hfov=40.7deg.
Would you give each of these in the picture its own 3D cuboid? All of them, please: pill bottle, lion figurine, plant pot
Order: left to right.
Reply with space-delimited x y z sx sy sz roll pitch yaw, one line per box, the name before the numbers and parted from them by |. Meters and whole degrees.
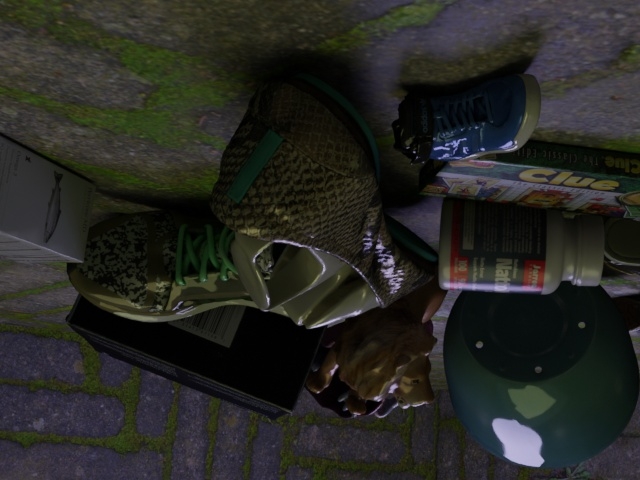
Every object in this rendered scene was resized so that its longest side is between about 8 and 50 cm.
lion figurine | 0.114 0.117 1.285 0.142 0.392 0.240 34 128 -3
pill bottle | 0.229 0.008 0.995 0.180 0.108 0.108 2 166 10
plant pot | 0.312 0.158 1.252 0.292 0.293 0.235 0 153 19

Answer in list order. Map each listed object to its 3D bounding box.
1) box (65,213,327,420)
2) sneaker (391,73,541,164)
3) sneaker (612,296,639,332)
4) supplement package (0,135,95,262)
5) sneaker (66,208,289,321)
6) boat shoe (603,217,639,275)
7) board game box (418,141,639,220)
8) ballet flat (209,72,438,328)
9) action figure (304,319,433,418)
box | -0.182 0.134 1.348 0.343 0.179 0.312 22 164 -2
sneaker | 0.109 -0.097 0.702 0.084 0.058 0.152 0 175 -18
sneaker | 0.567 0.130 1.465 0.086 0.064 0.192 17 160 -25
supplement package | -0.362 -0.043 1.004 0.105 0.105 0.179 0 166 21
sneaker | -0.112 0.014 1.103 0.410 0.158 0.182 1 163 -15
boat shoe | 0.439 0.014 1.013 0.227 0.081 0.069 11 170 7
board game box | 0.240 -0.061 0.875 0.259 0.030 0.136 6 164 -5
ballet flat | 0.000 0.000 0.876 0.164 0.182 0.483 38 177 20
action figure | 0.112 0.180 1.624 0.370 0.248 0.276 -21 160 -47
